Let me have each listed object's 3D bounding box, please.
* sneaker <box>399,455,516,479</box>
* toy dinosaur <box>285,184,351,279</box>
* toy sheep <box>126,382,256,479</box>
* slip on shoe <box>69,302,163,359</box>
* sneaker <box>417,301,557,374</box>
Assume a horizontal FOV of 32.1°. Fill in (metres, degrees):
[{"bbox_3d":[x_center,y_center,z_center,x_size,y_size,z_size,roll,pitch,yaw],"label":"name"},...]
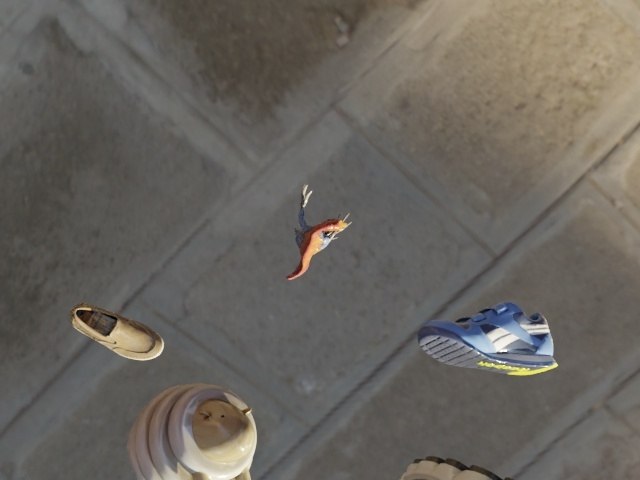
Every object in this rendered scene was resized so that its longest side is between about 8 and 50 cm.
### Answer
[{"bbox_3d":[0.090,0.199,0.545,0.130,0.330,0.147,30,76,-5],"label":"sneaker"},{"bbox_3d":[0.000,0.000,0.938,0.047,0.082,0.090,11,98,-3],"label":"toy dinosaur"},{"bbox_3d":[-0.087,0.140,0.740,0.091,0.091,0.132,37,140,-24],"label":"toy sheep"},{"bbox_3d":[-0.278,0.123,1.513,0.135,0.041,0.051,28,73,-6],"label":"slip on shoe"},{"bbox_3d":[0.149,0.084,1.005,0.144,0.053,0.059,13,70,-28],"label":"sneaker"}]
